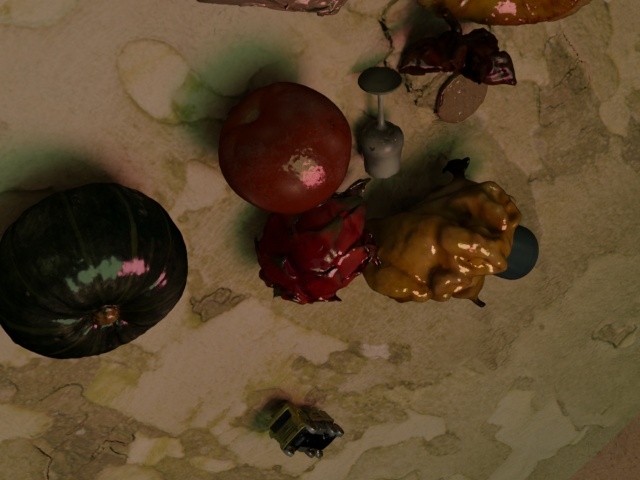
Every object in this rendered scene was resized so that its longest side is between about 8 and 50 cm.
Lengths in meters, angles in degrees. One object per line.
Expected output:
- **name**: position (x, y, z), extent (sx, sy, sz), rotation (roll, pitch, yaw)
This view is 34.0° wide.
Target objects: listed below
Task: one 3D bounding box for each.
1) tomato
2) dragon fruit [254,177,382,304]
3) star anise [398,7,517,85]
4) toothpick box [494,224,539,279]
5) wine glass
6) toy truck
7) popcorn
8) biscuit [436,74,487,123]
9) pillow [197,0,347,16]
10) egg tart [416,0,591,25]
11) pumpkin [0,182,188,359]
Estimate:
- **tomato**: position (-0.052, -0.140, 1.631), extent (0.208, 0.208, 0.184), rotation (-43, 123, 4)
- **dragon fruit**: position (0.000, 0.000, 1.827), extent (0.274, 0.192, 0.193), rotation (-50, 158, 11)
- **star anise**: position (0.230, -0.310, 1.736), extent (0.196, 0.212, 0.111), rotation (11, 92, -20)
- **toothpick box**: position (0.363, 0.011, 2.200), extent (0.184, 0.120, 0.120), rotation (16, 116, -43)
- **wine glass**: position (0.106, -0.200, 1.810), extent (0.079, 0.079, 0.195), rotation (-25, 138, -19)
- **toy truck**: position (-0.039, 0.397, 2.243), extent (0.085, 0.116, 0.191), rotation (-49, 150, 10)
- **popcorn**: position (0.234, 0.010, 1.972), extent (0.315, 0.281, 0.297), rotation (-30, -176, 17)
- **biscuit**: position (0.262, -0.266, 1.926), extent (0.120, 0.015, 0.120), rotation (-23, 138, -22)
- **pillow**: position (-0.041, -0.408, 1.495), extent (0.270, 0.067, 0.173), rotation (-3, 124, -39)
- **egg tart**: position (0.299, -0.438, 1.660), extent (0.318, 0.128, 0.319), rotation (-3, 171, 0)
- **pumpkin**: position (-0.351, 0.043, 1.571), extent (0.300, 0.207, 0.300), rotation (-24, 152, -14)
